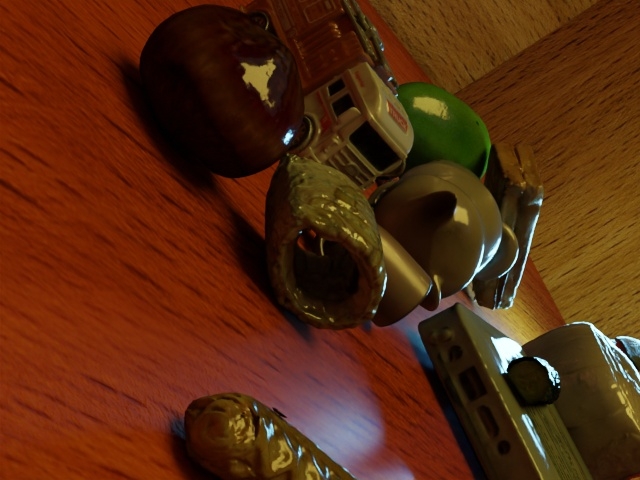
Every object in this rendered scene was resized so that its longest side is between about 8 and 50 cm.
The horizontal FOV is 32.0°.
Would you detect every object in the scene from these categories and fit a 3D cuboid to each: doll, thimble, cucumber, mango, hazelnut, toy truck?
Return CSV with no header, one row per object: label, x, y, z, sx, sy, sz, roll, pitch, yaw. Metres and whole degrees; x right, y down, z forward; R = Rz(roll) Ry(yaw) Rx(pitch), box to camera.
doll,0.188,-0.014,1.868,0.226,0.215,0.370,19,11,21
thimble,0.000,0.000,1.323,0.143,0.137,0.190,-94,165,-56
cucumber,0.361,0.223,1.811,0.078,0.062,0.211,60,16,17
mango,0.240,-0.224,2.488,0.382,0.225,0.201,24,18,-50
hazelnut,-0.111,-0.176,1.287,0.204,0.178,0.178,48,13,7
toy truck,0.016,-0.260,1.806,0.173,0.207,0.387,40,23,-50

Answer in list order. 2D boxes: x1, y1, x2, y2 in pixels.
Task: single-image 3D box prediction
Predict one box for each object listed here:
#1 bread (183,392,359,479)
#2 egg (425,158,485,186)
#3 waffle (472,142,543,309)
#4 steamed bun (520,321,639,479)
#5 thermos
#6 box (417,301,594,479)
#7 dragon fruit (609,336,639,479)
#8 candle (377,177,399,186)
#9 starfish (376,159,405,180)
bread,0.006,0.241,0.991,0.367,0.084,0.077,45,61,-37
egg,0.279,-0.063,2.358,0.169,0.169,0.236,32,35,-60
waffle,0.406,-0.032,2.485,0.224,0.098,0.327,-87,-176,-60
steamed bun,0.490,0.293,2.161,0.236,0.247,0.383,55,15,-21
thermos,0.053,0.029,1.571,0.193,0.105,0.137,50,47,-17
box,0.326,0.318,1.840,0.396,0.111,0.396,34,27,-57
dragon fruit,0.674,0.389,2.490,0.305,0.305,0.226,53,11,-21
candle,0.111,-0.182,2.302,0.051,0.048,0.329,13,46,-52
starfish,0.063,-0.157,2.001,0.146,0.074,0.190,22,-2,-23
